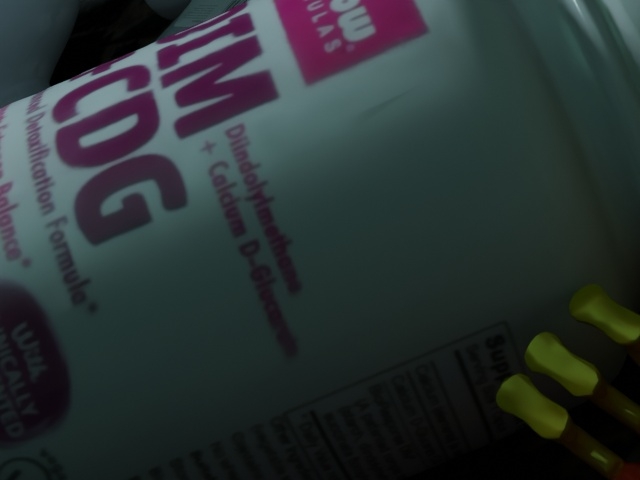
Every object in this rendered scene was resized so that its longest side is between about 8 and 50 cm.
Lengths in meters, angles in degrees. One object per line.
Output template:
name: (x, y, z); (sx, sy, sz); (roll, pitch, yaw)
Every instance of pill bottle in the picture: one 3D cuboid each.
pill bottle: (0.000, 0.000, 0.447); (0.283, 0.160, 0.160); (-23, 41, 3)

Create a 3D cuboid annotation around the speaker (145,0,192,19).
speaker: (-0.033, -0.151, 0.724); (0.136, 0.055, 0.055); (-4, 52, 38)

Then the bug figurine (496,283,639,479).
bug figurine: (0.182, 0.077, 0.307); (0.216, 0.072, 0.279); (-48, 49, 0)

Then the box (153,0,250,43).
box: (-0.054, -0.042, 0.629); (0.145, 0.038, 0.186); (10, 51, 42)

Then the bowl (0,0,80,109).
bowl: (-0.230, -0.084, 0.718); (0.298, 0.134, 0.298); (-35, 4, 3)
